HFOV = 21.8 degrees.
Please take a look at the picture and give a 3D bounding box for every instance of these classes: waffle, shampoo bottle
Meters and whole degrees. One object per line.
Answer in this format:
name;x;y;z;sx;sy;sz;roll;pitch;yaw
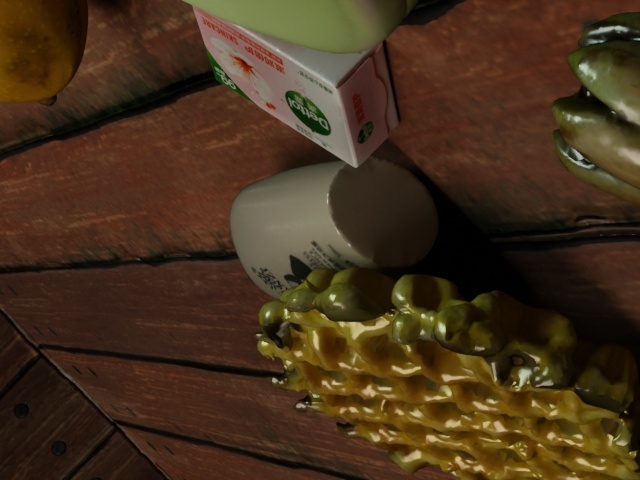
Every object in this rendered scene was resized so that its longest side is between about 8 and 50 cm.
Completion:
waffle;0.100;0.101;1.116;0.329;0.062;0.329;19;157;8
shampoo bottle;0.000;0.000;1.173;0.127;0.078;0.257;35;164;-10

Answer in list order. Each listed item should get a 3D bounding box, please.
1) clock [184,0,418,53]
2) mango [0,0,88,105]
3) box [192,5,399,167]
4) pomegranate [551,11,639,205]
clock;-0.089;-0.221;0.819;0.308;0.096;0.235;25;161;40
mango;-0.264;-0.231;1.109;0.187;0.144;0.359;25;152;37
box;-0.016;-0.110;1.016;0.125;0.043;0.089;34;160;27
pomegranate;0.195;0.008;0.597;0.241;0.159;0.190;35;173;-8
